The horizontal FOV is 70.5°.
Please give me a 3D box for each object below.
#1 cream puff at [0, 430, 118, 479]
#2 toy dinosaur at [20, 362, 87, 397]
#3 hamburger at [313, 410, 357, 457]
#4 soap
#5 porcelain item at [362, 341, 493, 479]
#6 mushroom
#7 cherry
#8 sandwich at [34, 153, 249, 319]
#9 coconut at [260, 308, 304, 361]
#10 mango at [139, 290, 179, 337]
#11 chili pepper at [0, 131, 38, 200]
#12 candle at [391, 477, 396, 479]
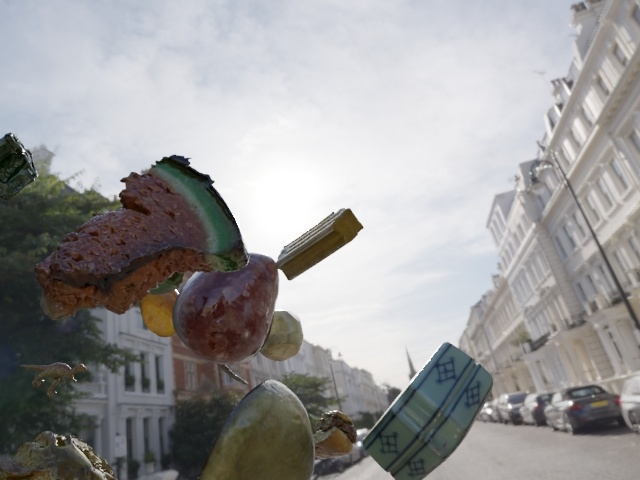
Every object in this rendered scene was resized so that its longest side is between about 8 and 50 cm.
[{"bbox_3d":[-0.193,0.182,0.342,0.058,0.083,0.083,-40,-8,29],"label":"cream puff"},{"bbox_3d":[-0.768,0.367,1.305,0.126,0.162,0.039,-46,-16,-17],"label":"toy dinosaur"},{"bbox_3d":[0.052,0.827,1.915,0.245,0.155,0.282,0,-46,29],"label":"hamburger"},{"bbox_3d":[0.000,0.000,1.305,0.257,0.080,0.160,-33,15,18],"label":"soap"},{"bbox_3d":[0.253,0.397,1.045,0.286,0.157,0.281,-32,-28,-45],"label":"porcelain item"},{"bbox_3d":[-0.134,0.463,0.899,0.292,0.212,0.217,-54,-8,4],"label":"mushroom"},{"bbox_3d":[-0.266,0.198,1.310,0.291,0.335,0.326,25,-35,-12],"label":"cherry"},{"bbox_3d":[-0.268,0.024,0.690,0.301,0.250,0.162,-32,-35,-31],"label":"sandwich"},{"bbox_3d":[-0.139,0.306,1.508,0.161,0.162,0.161,-8,-46,-8],"label":"coconut"},{"bbox_3d":[-0.543,0.221,1.544,0.141,0.217,0.102,-30,6,7],"label":"mango"},{"bbox_3d":[-0.655,-0.131,0.897,0.062,0.216,0.108,8,-44,19],"label":"chili pepper"},{"bbox_3d":[0.230,0.587,1.165,0.048,0.053,0.162,20,22,28],"label":"candle"}]
